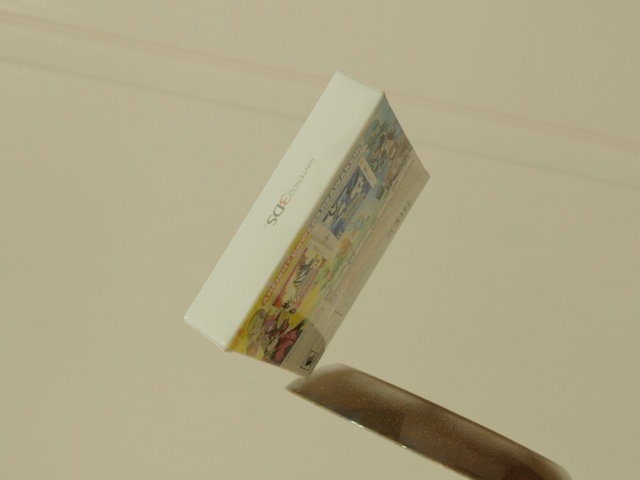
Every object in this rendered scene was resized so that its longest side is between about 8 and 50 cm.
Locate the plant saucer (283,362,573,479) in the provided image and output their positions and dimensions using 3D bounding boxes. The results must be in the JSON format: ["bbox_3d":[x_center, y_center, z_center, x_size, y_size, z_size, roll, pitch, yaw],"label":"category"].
[{"bbox_3d":[0.114,0.188,0.892,0.050,0.310,0.310,-64,0,-8],"label":"plant saucer"}]

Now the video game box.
[{"bbox_3d":[0.000,0.000,0.708,0.205,0.048,0.187,-58,-19,-4],"label":"video game box"}]
